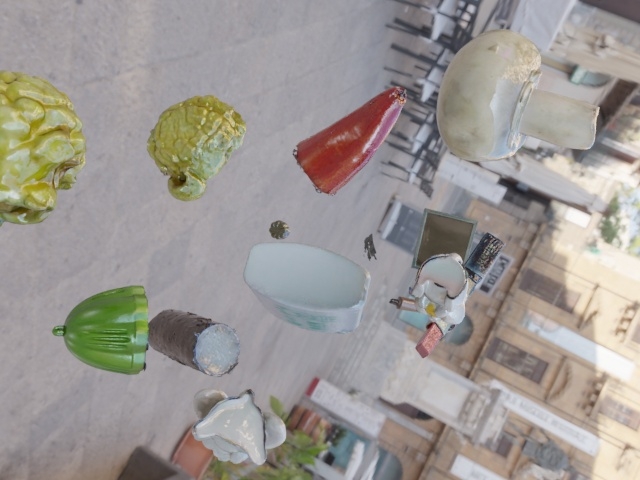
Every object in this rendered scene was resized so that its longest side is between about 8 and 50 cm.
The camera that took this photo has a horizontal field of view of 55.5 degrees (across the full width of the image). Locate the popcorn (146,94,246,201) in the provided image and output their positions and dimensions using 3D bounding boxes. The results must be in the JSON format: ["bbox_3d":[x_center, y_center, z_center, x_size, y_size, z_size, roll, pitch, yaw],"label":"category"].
[{"bbox_3d":[-0.347,-0.264,1.625,0.286,0.225,0.174,-53,166,1],"label":"popcorn"}]

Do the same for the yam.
[{"bbox_3d":[-0.306,0.233,1.442,0.131,0.279,0.131,-4,96,-39],"label":"yam"}]

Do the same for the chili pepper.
[{"bbox_3d":[0.048,-0.141,0.795,0.169,0.088,0.065,-38,179,28],"label":"chili pepper"}]

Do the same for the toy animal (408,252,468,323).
[{"bbox_3d":[0.155,0.070,0.793,0.124,0.071,0.085,77,25,-54],"label":"toy animal"}]

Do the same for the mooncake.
[{"bbox_3d":[0.008,-0.003,1.635,0.057,0.346,0.150,-18,97,-53],"label":"mooncake"}]

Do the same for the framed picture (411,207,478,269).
[{"bbox_3d":[0.326,0.011,1.606,0.011,0.142,0.183,-54,155,-59],"label":"framed picture"}]

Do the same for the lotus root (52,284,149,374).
[{"bbox_3d":[-0.434,0.176,1.190,0.186,0.186,0.186,-59,168,-21],"label":"lotus root"}]

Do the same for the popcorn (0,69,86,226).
[{"bbox_3d":[-0.496,-0.138,0.959,0.270,0.224,0.258,-54,-156,10],"label":"popcorn"}]

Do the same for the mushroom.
[{"bbox_3d":[0.431,-0.297,1.322,0.314,0.336,0.314,16,90,-74],"label":"mushroom"}]

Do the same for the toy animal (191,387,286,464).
[{"bbox_3d":[-0.240,0.494,1.644,0.289,0.249,0.174,-18,-142,54],"label":"toy animal"}]

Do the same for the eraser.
[{"bbox_3d":[-0.016,0.086,1.022,0.290,0.189,0.104,82,25,-75],"label":"eraser"}]

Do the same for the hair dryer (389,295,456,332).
[{"bbox_3d":[0.264,0.179,1.601,0.117,0.181,0.064,-108,-145,-54],"label":"hair dryer"}]

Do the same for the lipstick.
[{"bbox_3d":[0.295,0.117,1.308,0.312,0.051,0.051,-51,171,-19],"label":"lipstick"}]
